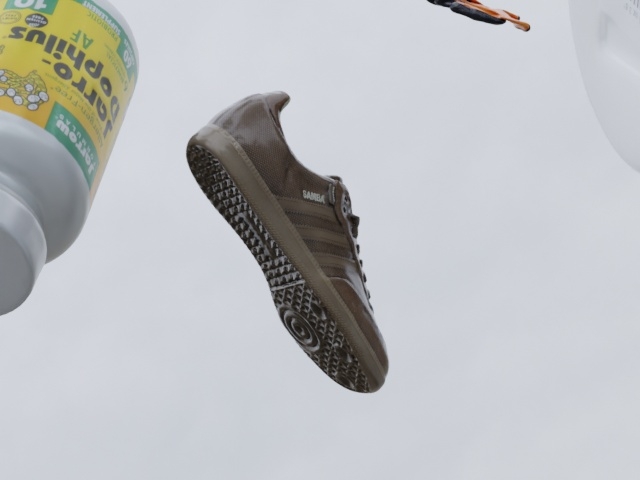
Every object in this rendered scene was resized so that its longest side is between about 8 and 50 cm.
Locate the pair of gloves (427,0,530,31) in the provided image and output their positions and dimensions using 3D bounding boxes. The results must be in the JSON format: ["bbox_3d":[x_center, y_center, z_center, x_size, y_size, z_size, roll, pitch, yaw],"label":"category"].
[{"bbox_3d":[0.083,-0.150,1.109,0.074,0.083,0.010,13,-68,-32],"label":"pair of gloves"}]

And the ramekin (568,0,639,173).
[{"bbox_3d":[0.255,-0.163,1.120,0.135,0.277,0.277,-7,-23,-13],"label":"ramekin"}]

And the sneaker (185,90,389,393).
[{"bbox_3d":[0.000,0.000,1.042,0.071,0.188,0.066,-41,21,-25],"label":"sneaker"}]

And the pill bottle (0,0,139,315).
[{"bbox_3d":[-0.184,-0.056,1.067,0.118,0.208,0.117,6,-48,7],"label":"pill bottle"}]
